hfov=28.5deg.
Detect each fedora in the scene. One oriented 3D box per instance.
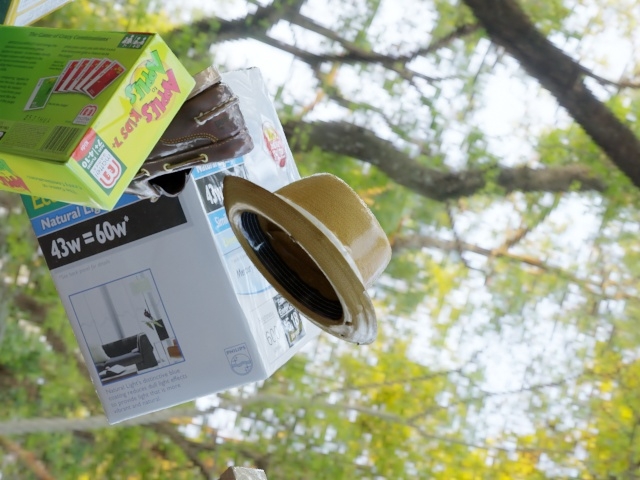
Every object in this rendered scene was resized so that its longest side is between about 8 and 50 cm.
[{"bbox_3d":[0.000,0.000,1.056,0.079,0.194,0.194,-40,-156,-18],"label":"fedora"}]

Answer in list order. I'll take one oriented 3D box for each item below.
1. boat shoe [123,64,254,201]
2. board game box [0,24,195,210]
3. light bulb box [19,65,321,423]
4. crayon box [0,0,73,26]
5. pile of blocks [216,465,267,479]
[{"bbox_3d":[-0.128,-0.064,0.953,0.073,0.073,0.207,-40,-166,-36],"label":"boat shoe"},{"bbox_3d":[-0.168,-0.076,0.729,0.181,0.043,0.092,11,-120,39],"label":"board game box"},{"bbox_3d":[-0.167,-0.011,1.594,0.225,0.358,0.361,-19,-85,19],"label":"light bulb box"},{"bbox_3d":[-0.154,-0.319,0.906,0.203,0.083,0.323,-47,173,-49],"label":"crayon box"},{"bbox_3d":[-0.139,0.388,1.181,0.149,0.113,0.362,-1,-104,48],"label":"pile of blocks"}]
